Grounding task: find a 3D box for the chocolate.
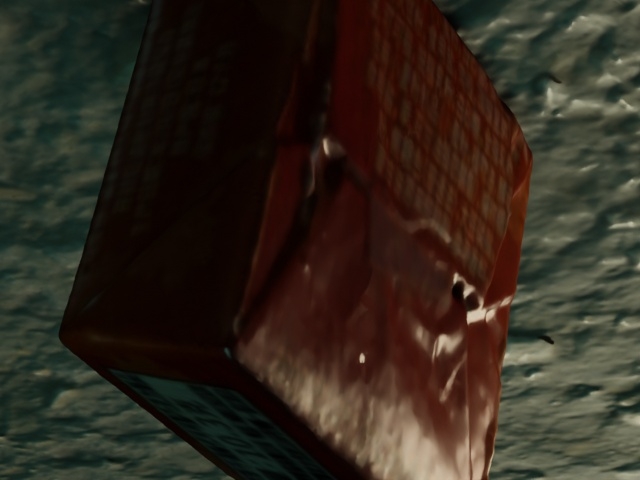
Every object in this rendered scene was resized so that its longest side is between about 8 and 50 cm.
[{"bbox_3d":[0.000,0.000,0.804,0.108,0.235,0.237,-5,149,28],"label":"chocolate"}]
